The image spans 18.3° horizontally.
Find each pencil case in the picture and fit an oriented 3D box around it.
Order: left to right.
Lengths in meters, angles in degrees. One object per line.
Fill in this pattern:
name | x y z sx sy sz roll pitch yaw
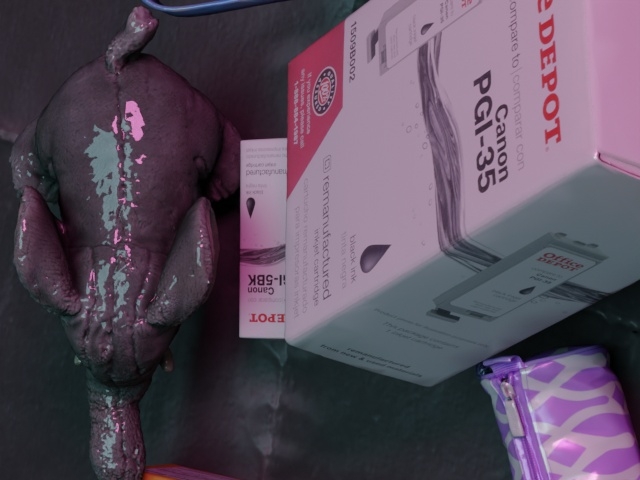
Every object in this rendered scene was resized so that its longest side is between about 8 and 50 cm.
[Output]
pencil case | 0.156 0.160 1.193 0.086 0.088 0.206 -22 78 32

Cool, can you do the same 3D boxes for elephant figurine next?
elephant figurine | -0.125 0.012 1.296 0.169 0.186 0.239 -22 50 31

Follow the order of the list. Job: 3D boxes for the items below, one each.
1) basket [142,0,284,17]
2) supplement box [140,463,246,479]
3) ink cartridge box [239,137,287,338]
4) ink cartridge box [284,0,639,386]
basket | 0.017 -0.274 1.226 0.289 0.201 0.254 -2 87 24
supplement box | -0.036 0.205 1.322 0.233 0.080 0.078 6 90 35
ink cartridge box | 0.000 0.000 1.315 0.099 0.056 0.135 -1 88 32
ink cartridge box | 0.103 -0.064 1.135 0.283 0.117 0.207 -33 47 47
